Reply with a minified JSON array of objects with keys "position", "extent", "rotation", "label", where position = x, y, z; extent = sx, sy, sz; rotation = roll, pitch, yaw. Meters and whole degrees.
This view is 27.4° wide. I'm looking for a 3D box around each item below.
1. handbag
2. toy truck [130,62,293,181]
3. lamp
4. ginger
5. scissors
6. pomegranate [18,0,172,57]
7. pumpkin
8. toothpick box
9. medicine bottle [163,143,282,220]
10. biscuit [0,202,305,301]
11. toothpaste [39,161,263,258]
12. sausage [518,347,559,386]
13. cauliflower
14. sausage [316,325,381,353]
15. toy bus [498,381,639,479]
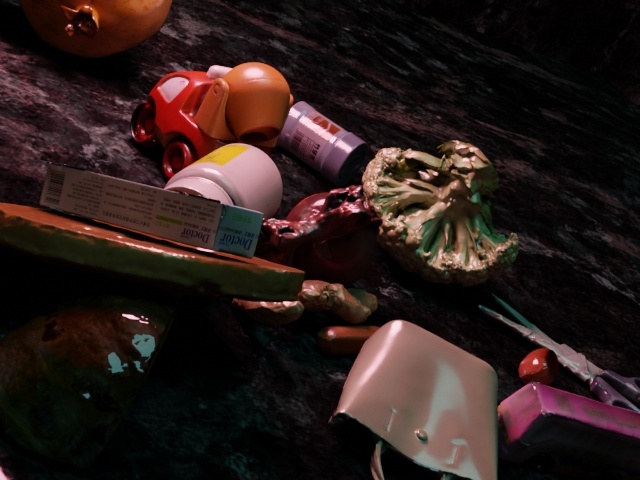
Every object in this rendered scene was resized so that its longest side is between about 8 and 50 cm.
[{"position":[0.136,0.243,1.741],"extent":[0.241,0.109,0.315],"rotation":[26,26,-2],"label":"handbag"},{"position":[-0.166,-0.215,2.185],"extent":[0.189,0.239,0.265],"rotation":[6,31,-43],"label":"toy truck"},{"position":[-0.005,-0.007,2.024],"extent":[0.215,0.223,0.151],"rotation":[-28,52,-10],"label":"lamp"},{"position":[-0.022,0.084,1.913],"extent":[0.149,0.065,0.259],"rotation":[14,11,36],"label":"ginger"},{"position":[0.435,0.207,2.246],"extent":[0.383,0.029,0.256],"rotation":[35,23,20],"label":"scissors"},{"position":[-0.417,-0.471,2.395],"extent":[0.319,0.319,0.319],"rotation":[24,23,-11],"label":"pomegranate"},{"position":[-0.269,0.109,1.507],"extent":[0.169,0.148,0.312],"rotation":[31,18,-4],"label":"pumpkin"},{"position":[0.001,-0.183,2.487],"extent":[0.153,0.101,0.101],"rotation":[35,24,18],"label":"toothpick box"},{"position":[-0.159,-0.053,1.977],"extent":[0.143,0.143,0.258],"rotation":[30,23,5],"label":"medicine bottle"},{"position":[-0.237,0.022,1.683],"extent":[0.385,0.062,0.365],"rotation":[14,3,42],"label":"biscuit"},{"position":[-0.227,-0.042,1.703],"extent":[0.336,0.067,0.081],"rotation":[14,1,38],"label":"toothpaste"},{"position":[0.352,0.208,2.113],"extent":[0.059,0.054,0.094],"rotation":[65,24,-4],"label":"sausage"},{"position":[0.211,-0.065,2.286],"extent":[0.275,0.250,0.272],"rotation":[20,25,-30],"label":"cauliflower"},{"position":[0.045,0.145,1.916],"extent":[0.131,0.041,0.039],"rotation":[4,25,-44],"label":"sausage"},{"position":[0.379,0.288,1.912],"extent":[0.274,0.112,0.090],"rotation":[18,34,-28],"label":"toy bus"}]
